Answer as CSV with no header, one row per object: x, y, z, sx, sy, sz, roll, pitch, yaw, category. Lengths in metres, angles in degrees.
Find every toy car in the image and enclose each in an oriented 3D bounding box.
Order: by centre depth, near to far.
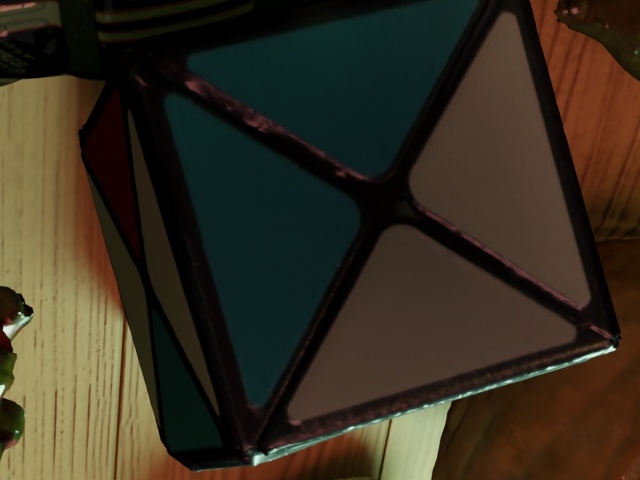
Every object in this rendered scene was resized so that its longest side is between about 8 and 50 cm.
-0.131,-0.165,1.038,0.306,0.125,0.136,-14,132,-16,toy car

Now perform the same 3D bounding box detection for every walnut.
0.255,0.157,1.367,0.306,0.306,0.344,3,128,-26,walnut

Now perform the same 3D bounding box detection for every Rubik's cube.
0.008,-0.005,1.031,0.246,0.248,0.250,-16,176,-16,Rubik's cube

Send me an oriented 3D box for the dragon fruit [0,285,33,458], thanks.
-0.330,0.115,1.104,0.231,0.237,0.303,30,103,-34,dragon fruit

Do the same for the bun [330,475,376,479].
0.021,0.316,1.494,0.231,0.133,0.231,-7,106,-28,bun

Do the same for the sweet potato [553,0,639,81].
0.350,-0.177,1.233,0.369,0.158,0.158,-18,132,-10,sweet potato
